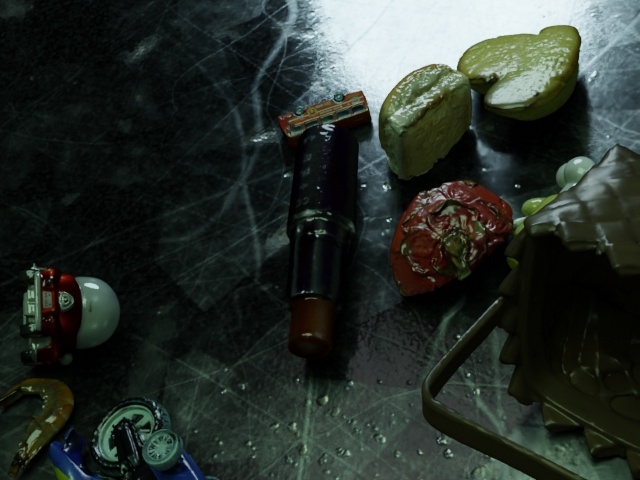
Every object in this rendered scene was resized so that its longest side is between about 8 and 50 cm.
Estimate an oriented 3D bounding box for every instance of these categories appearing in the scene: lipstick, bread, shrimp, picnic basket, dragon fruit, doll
[{"bbox_3d":[0.000,0.000,1.752,0.081,0.081,0.300,-4,53,11],"label":"lipstick"},{"bbox_3d":[0.117,-0.146,1.815,0.125,0.106,0.082,-39,56,-18],"label":"bread"},{"bbox_3d":[0.230,-0.186,1.839,0.149,0.065,0.188,1,38,22],"label":"bread"},{"bbox_3d":[-0.325,0.204,1.718,0.091,0.025,0.127,8,53,20],"label":"shrimp"},{"bbox_3d":[0.276,0.108,1.471,0.254,0.291,0.321,26,52,28],"label":"picnic basket"},{"bbox_3d":[0.144,-0.014,1.701,0.162,0.083,0.106,-40,22,-16],"label":"dragon fruit"},{"bbox_3d":[0.271,-0.025,1.714,0.106,0.062,0.162,27,66,30],"label":"doll"}]

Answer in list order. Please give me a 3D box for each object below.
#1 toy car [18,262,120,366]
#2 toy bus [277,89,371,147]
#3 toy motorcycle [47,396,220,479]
[{"bbox_3d":[-0.279,0.079,1.741,0.112,0.139,0.112,-1,76,-11],"label":"toy car"},{"bbox_3d":[0.006,-0.147,1.890,0.110,0.031,0.043,-20,59,-1],"label":"toy bus"},{"bbox_3d":[-0.179,0.283,1.575,0.169,0.113,0.315,-39,45,-4],"label":"toy motorcycle"}]
